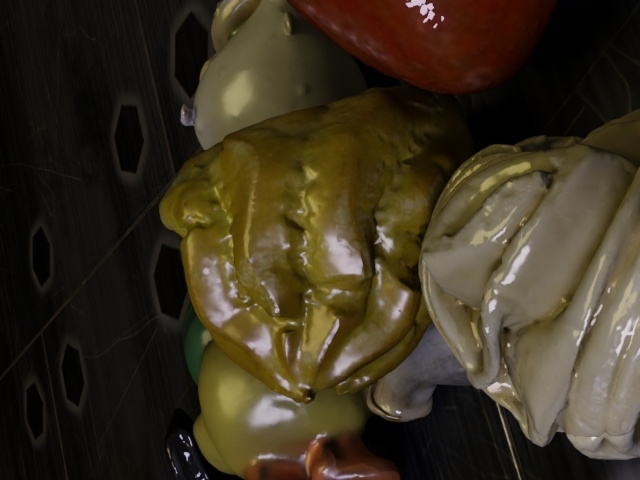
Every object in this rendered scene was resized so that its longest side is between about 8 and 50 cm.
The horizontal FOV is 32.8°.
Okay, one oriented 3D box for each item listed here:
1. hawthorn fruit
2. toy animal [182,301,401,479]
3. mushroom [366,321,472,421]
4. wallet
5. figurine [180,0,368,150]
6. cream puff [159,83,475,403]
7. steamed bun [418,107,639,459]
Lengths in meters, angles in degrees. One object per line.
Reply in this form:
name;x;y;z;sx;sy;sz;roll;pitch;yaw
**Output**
hawthorn fruit;0.087;-0.271;0.910;0.295;0.311;0.295;-13;67;33
toy animal;-0.052;0.158;1.235;0.191;0.216;0.338;68;180;-45
mushroom;0.117;0.122;1.098;0.223;0.092;0.081;-40;25;48
wallet;-0.147;0.317;1.404;0.197;0.051;0.377;64;172;1
figurine;-0.055;-0.266;1.250;0.274;0.227;0.394;106;159;-49
cream puff;0.021;0.012;1.023;0.324;0.291;0.257;28;-133;-79
steamed bun;0.202;0.038;0.828;0.289;0.203;0.276;36;126;43
